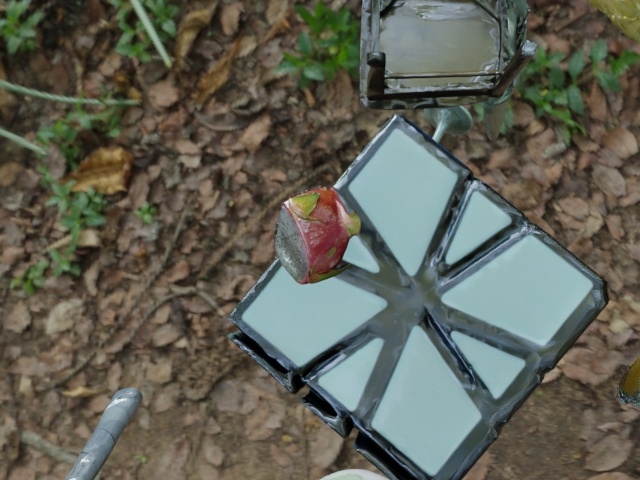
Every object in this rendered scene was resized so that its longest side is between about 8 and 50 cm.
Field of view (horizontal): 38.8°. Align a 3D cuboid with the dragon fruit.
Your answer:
[{"bbox_3d":[0.000,0.000,0.709,0.056,0.083,0.060,-21,63,-25],"label":"dragon fruit"}]

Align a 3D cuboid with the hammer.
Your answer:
[{"bbox_3d":[-0.301,0.303,1.040,0.152,0.427,0.044,-14,114,15],"label":"hammer"}]

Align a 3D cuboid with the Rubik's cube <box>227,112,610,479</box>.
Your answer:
[{"bbox_3d":[0.103,0.072,1.000,0.288,0.283,0.293,42,94,5],"label":"Rubik's cube"}]

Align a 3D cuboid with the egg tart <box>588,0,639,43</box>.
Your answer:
[{"bbox_3d":[0.644,-0.593,1.851,0.178,0.443,0.444,-9,71,57],"label":"egg tart"}]

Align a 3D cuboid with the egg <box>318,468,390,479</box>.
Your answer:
[{"bbox_3d":[0.070,0.515,1.679,0.217,0.183,0.183,-13,71,20],"label":"egg"}]

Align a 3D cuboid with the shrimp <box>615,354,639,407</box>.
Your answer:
[{"bbox_3d":[0.406,0.163,0.969,0.166,0.049,0.161,-31,55,20],"label":"shrimp"}]

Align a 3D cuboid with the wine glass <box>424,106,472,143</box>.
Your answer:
[{"bbox_3d":[0.157,-0.074,1.676,0.096,0.264,0.310,27,64,5],"label":"wine glass"}]

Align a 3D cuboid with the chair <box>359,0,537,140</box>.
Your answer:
[{"bbox_3d":[0.136,-0.218,0.997,0.186,0.319,0.160,0,84,4],"label":"chair"}]
